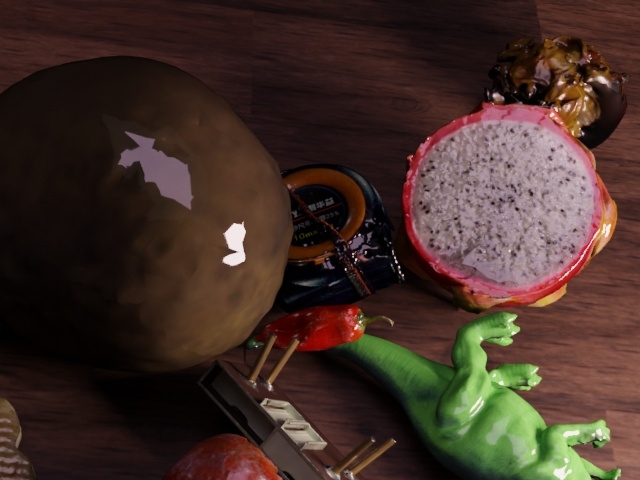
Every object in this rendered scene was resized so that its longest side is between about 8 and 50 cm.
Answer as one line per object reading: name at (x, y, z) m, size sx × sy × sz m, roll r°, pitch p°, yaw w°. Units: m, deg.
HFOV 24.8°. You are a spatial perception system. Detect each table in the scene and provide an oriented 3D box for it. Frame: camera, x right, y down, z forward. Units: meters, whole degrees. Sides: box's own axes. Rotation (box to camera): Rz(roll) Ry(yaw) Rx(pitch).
table at (-0.018, 0.221, 1.794) m, size 0.240 × 0.111 × 0.121 m, roll 45°, pitch 11°, yaw 24°

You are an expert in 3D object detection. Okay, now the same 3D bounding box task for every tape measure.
tape measure at (0.000, 0.000, 1.997) m, size 0.202 × 0.135 × 0.223 m, roll -21°, pitch 52°, yaw 2°

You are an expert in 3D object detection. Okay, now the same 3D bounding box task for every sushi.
sushi at (0.365, -0.231, 2.263) m, size 0.200 × 0.204 × 0.213 m, roll -20°, pitch 51°, yaw -23°

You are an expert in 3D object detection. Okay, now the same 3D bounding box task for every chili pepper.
chili pepper at (0.001, 0.112, 1.903) m, size 0.191 × 0.050 × 0.059 m, roll -10°, pitch 66°, yaw 16°

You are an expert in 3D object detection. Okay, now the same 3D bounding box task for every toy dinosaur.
toy dinosaur at (0.146, 0.273, 1.844) m, size 0.500 × 0.144 × 0.374 m, roll -1°, pitch 49°, yaw 5°

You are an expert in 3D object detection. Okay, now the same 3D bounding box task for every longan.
longan at (-0.239, -0.031, 1.807) m, size 0.435 × 0.404 × 0.404 m, roll 12°, pitch 46°, yaw 16°

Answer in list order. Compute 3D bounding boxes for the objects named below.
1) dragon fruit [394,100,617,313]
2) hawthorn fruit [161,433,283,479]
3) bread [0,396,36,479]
dragon fruit at (0.257, -0.033, 2.056) m, size 0.305 × 0.226 × 0.305 m, roll -1°, pitch 77°, yaw 5°
hawthorn fruit at (-0.116, 0.316, 1.687) m, size 0.172 × 0.173 × 0.173 m, roll 7°, pitch 48°, yaw -8°
bread at (-0.472, 0.249, 1.730) m, size 0.286 × 0.056 × 0.207 m, roll 10°, pitch 51°, yaw -5°
